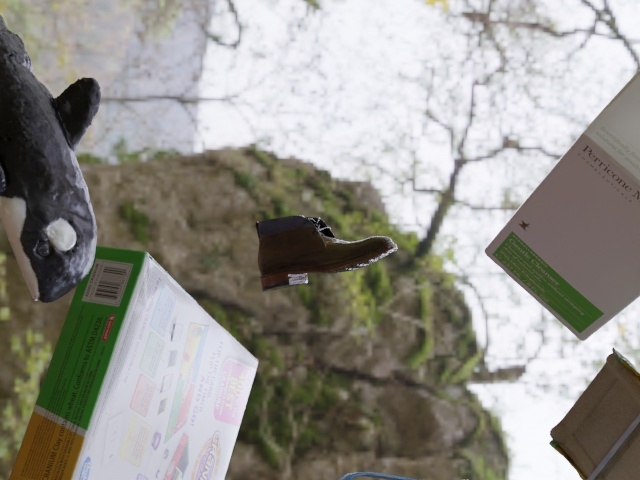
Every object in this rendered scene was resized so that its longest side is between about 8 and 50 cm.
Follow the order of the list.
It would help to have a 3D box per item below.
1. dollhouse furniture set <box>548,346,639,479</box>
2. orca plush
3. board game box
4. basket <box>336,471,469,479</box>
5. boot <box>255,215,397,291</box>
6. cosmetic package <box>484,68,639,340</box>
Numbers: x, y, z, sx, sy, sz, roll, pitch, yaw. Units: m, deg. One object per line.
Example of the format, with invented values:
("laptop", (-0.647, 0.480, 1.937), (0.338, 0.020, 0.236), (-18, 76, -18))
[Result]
("dollhouse furniture set", (0.443, 0.203, 1.390), (0.301, 0.151, 0.197), (-60, -139, 29))
("orca plush", (-0.219, -0.102, 0.905), (0.151, 0.102, 0.287), (97, -29, -66))
("board game box", (-0.175, 0.179, 1.214), (0.316, 0.064, 0.242), (56, 46, -59))
("basket", (0.141, 0.370, 1.202), (0.201, 0.289, 0.255), (-21, -116, 60))
("boot", (0.000, 0.000, 1.721), (0.082, 0.219, 0.106), (3, 72, -68))
("cosmetic package", (0.375, -0.037, 1.502), (0.197, 0.155, 0.365), (43, -23, 9))
